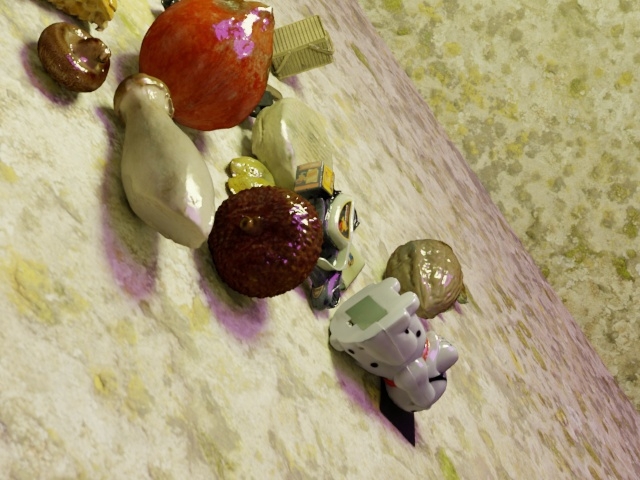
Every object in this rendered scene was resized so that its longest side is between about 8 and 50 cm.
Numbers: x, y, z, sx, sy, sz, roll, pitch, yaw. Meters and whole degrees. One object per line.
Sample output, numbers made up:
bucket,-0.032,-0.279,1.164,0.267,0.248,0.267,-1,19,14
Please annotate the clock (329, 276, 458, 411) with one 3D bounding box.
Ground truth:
clock,0.155,0.217,1.564,0.254,0.189,0.189,52,22,-21

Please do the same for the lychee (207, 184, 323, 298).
lychee,-0.087,0.003,1.326,0.194,0.194,0.194,45,24,-27

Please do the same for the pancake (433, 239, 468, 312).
pancake,0.334,0.100,2.267,0.197,0.054,0.376,54,23,-4

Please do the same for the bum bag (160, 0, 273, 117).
bum bag,-0.213,-0.358,1.696,0.326,0.080,0.142,44,17,-22

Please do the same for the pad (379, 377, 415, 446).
pad,0.152,0.305,1.644,0.116,0.004,0.193,48,23,-22

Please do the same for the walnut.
walnut,0.236,0.090,1.900,0.178,0.178,0.230,48,24,-21

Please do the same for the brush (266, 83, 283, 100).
brush,-0.152,-0.370,1.890,0.248,0.036,0.043,19,47,-57

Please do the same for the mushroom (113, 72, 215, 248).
mushroom,-0.233,-0.115,1.229,0.128,0.128,0.350,32,25,-47

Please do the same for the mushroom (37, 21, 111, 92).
mushroom,-0.363,-0.270,1.236,0.109,0.085,0.126,21,26,3

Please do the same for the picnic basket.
picnic basket,-0.053,-0.483,2.081,0.079,0.164,0.115,68,5,-46

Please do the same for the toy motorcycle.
toy motorcycle,0.000,0.000,1.568,0.157,0.091,0.263,37,52,-47

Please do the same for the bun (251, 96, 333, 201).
bun,-0.064,-0.181,1.706,0.210,0.116,0.237,42,38,-43

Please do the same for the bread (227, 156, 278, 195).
bread,-0.100,-0.093,1.584,0.188,0.065,0.149,39,23,-35

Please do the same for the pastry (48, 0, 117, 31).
pastry,-0.422,-0.449,1.324,0.250,0.102,0.154,32,43,-52

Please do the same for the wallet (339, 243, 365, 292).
wallet,0.036,0.038,1.722,0.110,0.039,0.155,58,22,-5

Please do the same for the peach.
peach,-0.183,-0.323,1.461,0.232,0.257,0.232,47,25,-31
